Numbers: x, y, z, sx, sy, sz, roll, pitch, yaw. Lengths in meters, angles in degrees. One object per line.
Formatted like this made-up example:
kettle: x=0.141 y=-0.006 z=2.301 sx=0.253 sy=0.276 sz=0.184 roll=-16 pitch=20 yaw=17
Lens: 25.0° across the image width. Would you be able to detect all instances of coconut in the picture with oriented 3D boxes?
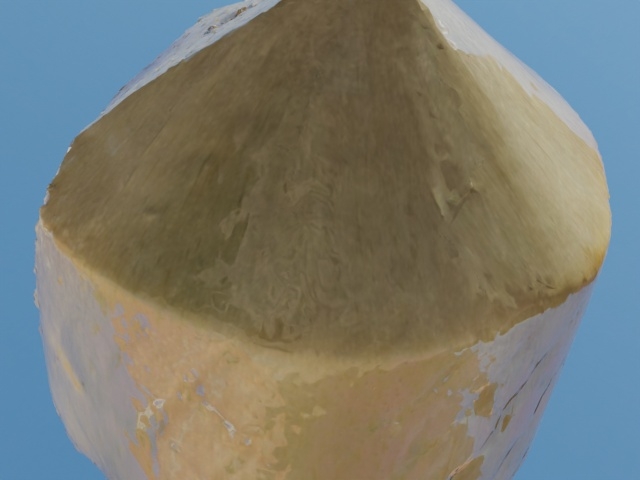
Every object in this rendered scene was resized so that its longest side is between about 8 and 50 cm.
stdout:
coconut: x=0.000 y=0.000 z=0.946 sx=0.345 sy=0.415 sz=0.415 roll=7 pitch=-89 yaw=-1
